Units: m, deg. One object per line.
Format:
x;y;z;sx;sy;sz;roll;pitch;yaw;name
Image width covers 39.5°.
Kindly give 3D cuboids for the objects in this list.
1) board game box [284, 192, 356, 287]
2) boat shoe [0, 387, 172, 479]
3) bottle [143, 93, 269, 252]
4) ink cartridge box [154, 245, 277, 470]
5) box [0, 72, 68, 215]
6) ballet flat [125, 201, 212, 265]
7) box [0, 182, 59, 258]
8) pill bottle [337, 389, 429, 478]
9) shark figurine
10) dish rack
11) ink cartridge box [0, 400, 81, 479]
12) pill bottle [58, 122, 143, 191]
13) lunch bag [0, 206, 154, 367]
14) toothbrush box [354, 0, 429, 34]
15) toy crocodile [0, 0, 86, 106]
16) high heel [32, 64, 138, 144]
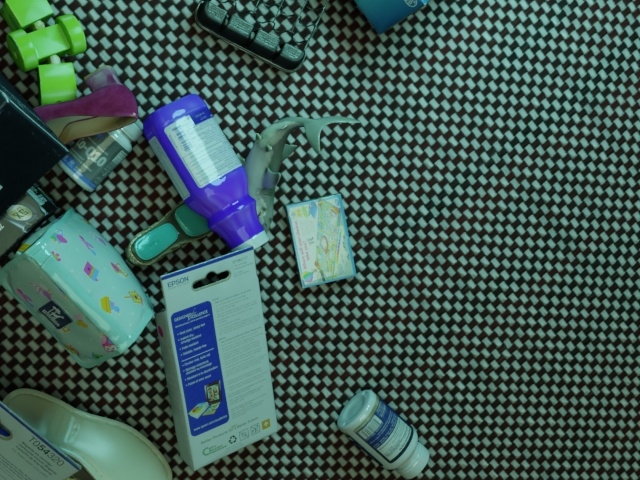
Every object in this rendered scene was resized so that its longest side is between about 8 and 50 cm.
0.000;0.000;1.620;0.103;0.026;0.154;-12;99;-10;board game box
-0.412;0.364;1.544;0.324;0.096;0.117;30;50;-17;boat shoe
-0.186;-0.105;1.512;0.118;0.092;0.283;-34;95;-35;bottle
-0.178;0.196;1.517;0.175;0.069;0.371;-19;118;-30;ink cartridge box
-0.586;-0.154;1.299;0.296;0.183;0.294;-43;67;-3;box
-0.255;-0.017;1.538;0.206;0.067;0.073;-29;94;-37;ballet flat
-0.508;-0.026;1.434;0.147;0.180;0.077;-44;102;-4;box
0.120;0.364;1.654;0.169;0.094;0.094;44;87;-13;pill bottle
-0.061;-0.158;1.538;0.116;0.278;0.166;-19;67;-46;shark figurine
-0.071;-0.451;1.532;0.208;0.074;0.272;25;89;-15;dish rack
-0.602;0.326;1.430;0.330;0.071;0.324;-34;113;17;ink cartridge box
-0.368;-0.155;1.500;0.078;0.078;0.137;43;87;-13;pill bottle
-0.388;0.077;1.429;0.160;0.262;0.223;-41;104;-5;lunch bag
0.102;-0.532;1.483;0.296;0.126;0.216;52;53;-14;toothbrush box
-0.481;-0.379;1.444;0.115;0.105;0.341;-29;100;-28;toy crocodile
-0.403;-0.171;1.439;0.244;0.082;0.117;-34;61;2;high heel
